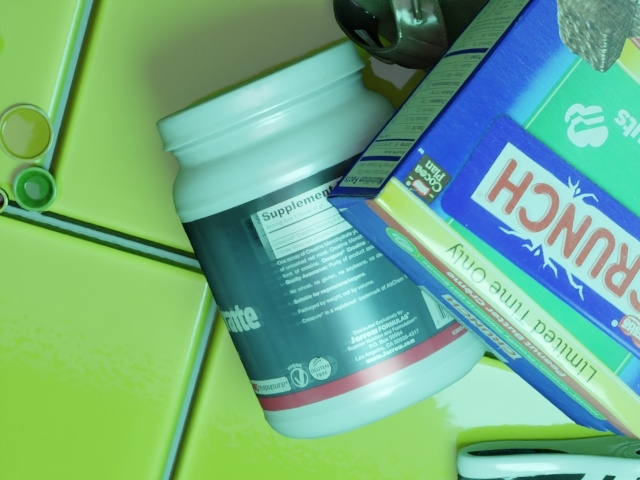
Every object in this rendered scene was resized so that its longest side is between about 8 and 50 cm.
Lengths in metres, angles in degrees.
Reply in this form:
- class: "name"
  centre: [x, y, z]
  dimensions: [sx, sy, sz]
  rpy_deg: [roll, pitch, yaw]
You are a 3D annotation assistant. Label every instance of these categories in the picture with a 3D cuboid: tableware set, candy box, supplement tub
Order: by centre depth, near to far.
- class: "candy box"
  centre: [0.210, -0.062, 1.436]
  dimensions: [0.268, 0.122, 0.317]
  rpy_deg: [41, 80, -12]
- class: "supplement tub"
  centre: [0.000, 0.000, 1.534]
  dimensions: [0.191, 0.191, 0.272]
  rpy_deg: [-22, 96, 7]
- class: "tableware set"
  centre: [-0.275, -0.095, 1.623]
  dimensions: [0.104, 0.024, 0.154]
  rpy_deg: [-10, 97, 5]

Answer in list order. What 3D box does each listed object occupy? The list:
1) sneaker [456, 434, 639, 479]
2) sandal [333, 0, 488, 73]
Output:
- class: "sneaker"
  centre: [0.222, 0.227, 1.615]
  dimensions: [0.217, 0.079, 0.121]
  rpy_deg: [-1, 101, 12]
- class: "sandal"
  centre: [0.051, -0.186, 1.532]
  dimensions: [0.302, 0.086, 0.120]
  rpy_deg: [35, 141, 4]
